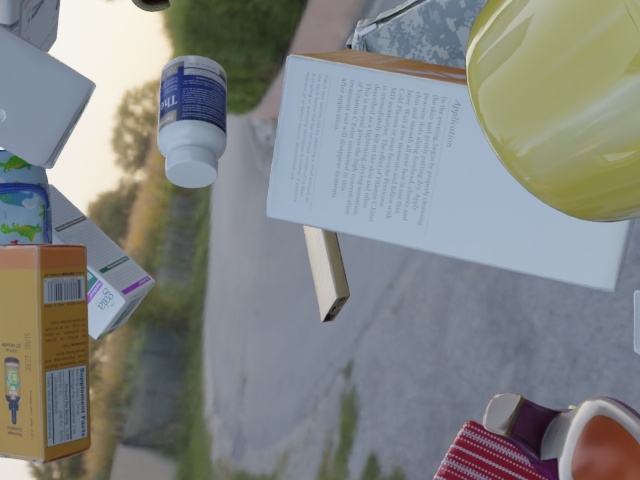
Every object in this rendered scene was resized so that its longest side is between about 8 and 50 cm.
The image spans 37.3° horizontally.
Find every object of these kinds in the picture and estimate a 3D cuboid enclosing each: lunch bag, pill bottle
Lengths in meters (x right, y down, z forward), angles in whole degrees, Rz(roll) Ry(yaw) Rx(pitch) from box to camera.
[{"bbox_3d":[-0.448,-0.020,1.262,0.219,0.176,0.090,109,151,-49],"label":"lunch bag"},{"bbox_3d":[-0.125,-0.114,0.925,0.067,0.067,0.120,115,155,-59],"label":"pill bottle"},{"bbox_3d":[0.224,-0.274,1.395,0.305,0.256,0.212,-24,31,29],"label":"lunch bag"}]

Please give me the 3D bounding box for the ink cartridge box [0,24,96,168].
[{"bbox_3d":[-0.411,-0.206,1.160,0.121,0.211,0.289,-60,28,1],"label":"ink cartridge box"}]

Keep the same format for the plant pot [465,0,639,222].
[{"bbox_3d":[0.208,-0.124,0.500,0.239,0.254,0.254,-33,45,57],"label":"plant pot"}]

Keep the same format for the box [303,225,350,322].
[{"bbox_3d":[0.000,0.000,1.297,0.164,0.021,0.201,112,147,-72],"label":"box"}]

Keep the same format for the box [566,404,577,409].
[{"bbox_3d":[0.468,0.347,1.629,0.179,0.043,0.105,-175,102,-71],"label":"box"}]

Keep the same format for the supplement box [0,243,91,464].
[{"bbox_3d":[-0.306,0.120,1.043,0.080,0.078,0.233,2,-92,-58],"label":"supplement box"}]

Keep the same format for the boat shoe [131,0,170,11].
[{"bbox_3d":[-0.165,-0.253,0.853,0.257,0.095,0.095,-12,74,56],"label":"boat shoe"}]

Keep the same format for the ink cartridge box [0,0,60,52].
[{"bbox_3d":[-0.481,-0.374,1.442,0.283,0.117,0.207,115,174,-48],"label":"ink cartridge box"}]

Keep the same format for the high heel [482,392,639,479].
[{"bbox_3d":[0.353,0.265,1.130,0.127,0.181,0.377,-62,16,-3],"label":"high heel"}]

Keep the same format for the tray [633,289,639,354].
[{"bbox_3d":[0.674,0.173,1.640,0.030,0.270,0.145,-37,-51,-35],"label":"tray"}]

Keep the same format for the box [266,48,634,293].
[{"bbox_3d":[0.148,-0.085,0.976,0.215,0.345,0.168,-35,-43,-69],"label":"box"}]

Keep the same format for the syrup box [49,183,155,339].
[{"bbox_3d":[-0.380,0.031,1.461,0.093,0.237,0.096,-49,-6,25],"label":"syrup box"}]

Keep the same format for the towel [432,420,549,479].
[{"bbox_3d":[0.241,0.398,1.342,0.275,0.199,0.031,-52,-23,-38],"label":"towel"}]
